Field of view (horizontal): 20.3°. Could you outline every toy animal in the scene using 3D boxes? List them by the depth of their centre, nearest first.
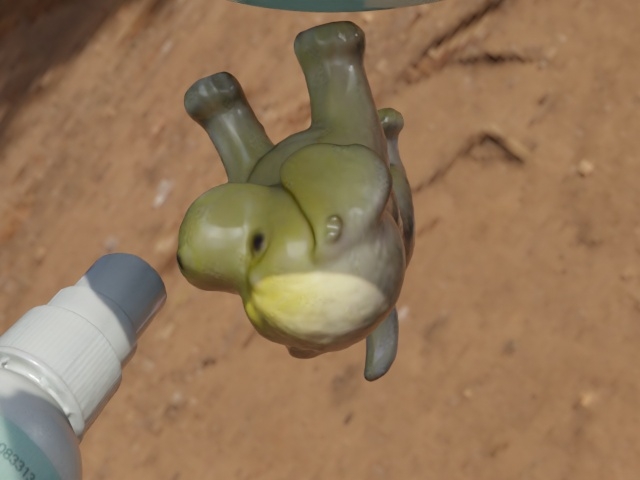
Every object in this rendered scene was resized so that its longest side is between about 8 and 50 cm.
[{"bbox_3d":[-0.006,-0.014,0.954,0.121,0.169,0.233,-19,-12,7],"label":"toy animal"}]

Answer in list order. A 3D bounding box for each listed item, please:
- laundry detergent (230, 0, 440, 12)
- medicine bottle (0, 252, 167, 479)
[{"bbox_3d":[0.009,-0.268,0.742,0.287,0.287,0.305,-28,63,59],"label":"laundry detergent"},{"bbox_3d":[-0.182,0.127,0.882,0.110,0.110,0.352,-38,12,47],"label":"medicine bottle"}]
